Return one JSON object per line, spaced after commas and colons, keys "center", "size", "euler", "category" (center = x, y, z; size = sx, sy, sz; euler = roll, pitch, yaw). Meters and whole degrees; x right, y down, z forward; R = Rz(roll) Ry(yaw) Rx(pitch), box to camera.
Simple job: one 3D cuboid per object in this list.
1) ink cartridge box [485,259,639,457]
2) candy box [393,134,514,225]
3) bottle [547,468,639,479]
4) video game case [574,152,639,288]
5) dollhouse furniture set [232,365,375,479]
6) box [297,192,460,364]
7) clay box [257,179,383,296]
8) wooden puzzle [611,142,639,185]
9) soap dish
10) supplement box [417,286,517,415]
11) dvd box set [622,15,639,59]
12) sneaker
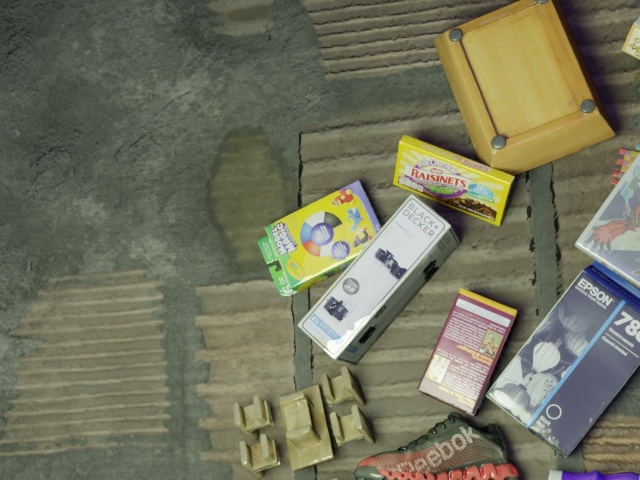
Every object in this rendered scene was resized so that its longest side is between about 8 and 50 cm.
{"center": [0.436, 0.175, 1.584], "size": [0.165, 0.065, 0.333], "euler": [37, 89, 18], "category": "ink cartridge box"}
{"center": [0.226, -0.104, 1.671], "size": [0.205, 0.105, 0.027], "euler": [23, 47, 17], "category": "candy box"}
{"center": [0.493, 0.421, 1.504], "size": [0.282, 0.092, 0.118], "euler": [12, 83, 16], "category": "bottle"}
{"center": [0.552, -0.021, 1.593], "size": [0.183, 0.023, 0.201], "euler": [35, 80, 15], "category": "video game case"}
{"center": [-0.007, 0.371, 1.640], "size": [0.212, 0.161, 0.242], "euler": [-20, 53, 9], "category": "dollhouse furniture set"}
{"center": [0.105, 0.070, 1.630], "size": [0.087, 0.169, 0.290], "euler": [41, 90, 18], "category": "box"}
{"center": [0.000, 0.000, 1.730], "size": [0.222, 0.053, 0.127], "euler": [-27, 74, 7], "category": "clay box"}
{"center": [0.529, -0.127, 1.648], "size": [0.049, 0.006, 0.083], "euler": [14, 83, 16], "category": "wooden puzzle"}
{"center": [0.345, -0.273, 1.664], "size": [0.228, 0.118, 0.291], "euler": [-21, 74, 9], "category": "soap dish"}
{"center": [0.248, 0.187, 1.617], "size": [0.104, 0.081, 0.188], "euler": [22, 85, 16], "category": "supplement box"}
{"center": [0.731, -0.301, 1.527], "size": [0.420, 0.062, 0.307], "euler": [33, 55, 18], "category": "dvd box set"}
{"center": [0.183, 0.348, 1.564], "size": [0.276, 0.098, 0.135], "euler": [0, 66, -14], "category": "sneaker"}
